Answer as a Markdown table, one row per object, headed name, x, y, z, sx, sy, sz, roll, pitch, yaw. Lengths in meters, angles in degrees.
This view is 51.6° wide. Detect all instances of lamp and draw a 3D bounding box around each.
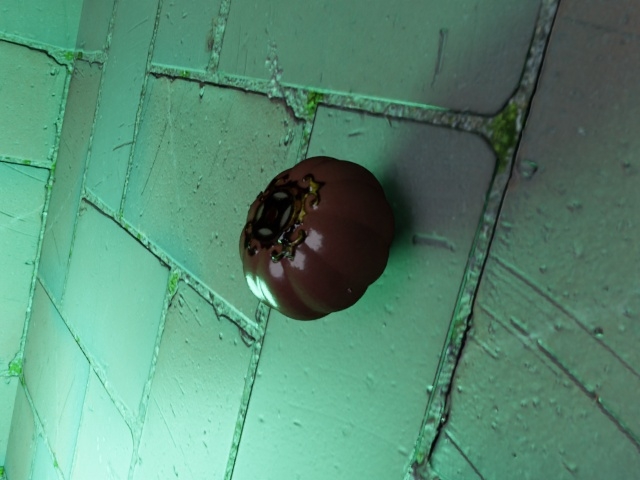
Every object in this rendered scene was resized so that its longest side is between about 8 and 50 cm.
| name | x | y | z | sx | sy | sz | roll | pitch | yaw |
| --- | --- | --- | --- | --- | --- | --- | --- | --- | --- |
| lamp | 0.000 | 0.000 | 0.708 | 0.182 | 0.140 | 0.182 | -24 | 52 | 35 |
